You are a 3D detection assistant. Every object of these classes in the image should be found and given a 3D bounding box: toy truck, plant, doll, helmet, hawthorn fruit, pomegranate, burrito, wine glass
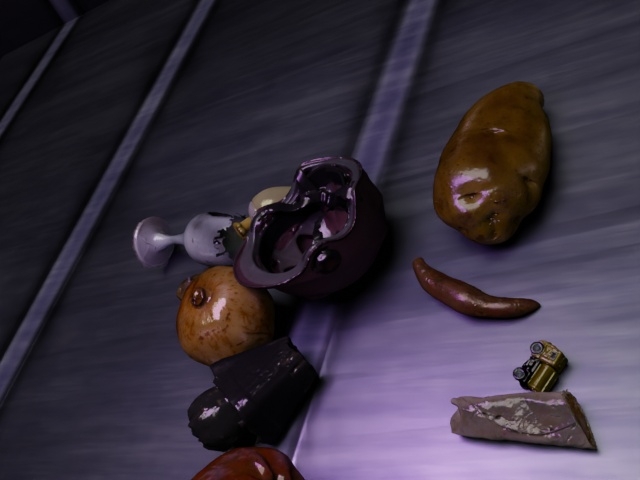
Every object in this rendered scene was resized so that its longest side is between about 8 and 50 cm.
[{"bbox_3d":[0.354,0.203,1.087,0.054,0.049,0.083,29,78,43],"label":"toy truck"},{"bbox_3d":[-0.131,0.297,1.300,0.256,0.142,0.164,-34,43,-7],"label":"plant"},{"bbox_3d":[-0.055,-0.079,1.544,0.296,0.141,0.117,-32,17,6],"label":"doll"},{"bbox_3d":[0.000,0.000,1.395,0.338,0.197,0.271,-54,37,-8],"label":"helmet"},{"bbox_3d":[-0.114,0.472,1.061,0.284,0.284,0.284,-19,48,23],"label":"hawthorn fruit"},{"bbox_3d":[-0.201,0.158,1.407,0.215,0.215,0.215,-19,48,23],"label":"pomegranate"},{"bbox_3d":[0.304,0.274,1.054,0.226,0.060,0.087,-7,74,31],"label":"burrito"},{"bbox_3d":[-0.304,0.001,1.661,0.321,0.143,0.143,-2,56,32],"label":"wine glass"}]

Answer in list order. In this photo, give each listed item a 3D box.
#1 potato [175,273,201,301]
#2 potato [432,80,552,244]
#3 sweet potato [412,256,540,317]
[{"bbox_3d":[-0.271,0.121,1.572,0.101,0.089,0.172,-50,42,-11],"label":"potato"},{"bbox_3d":[0.338,-0.165,1.316,0.195,0.176,0.369,-28,33,55],"label":"potato"},{"bbox_3d":[0.262,0.098,1.232,0.255,0.058,0.078,20,50,39],"label":"sweet potato"}]
